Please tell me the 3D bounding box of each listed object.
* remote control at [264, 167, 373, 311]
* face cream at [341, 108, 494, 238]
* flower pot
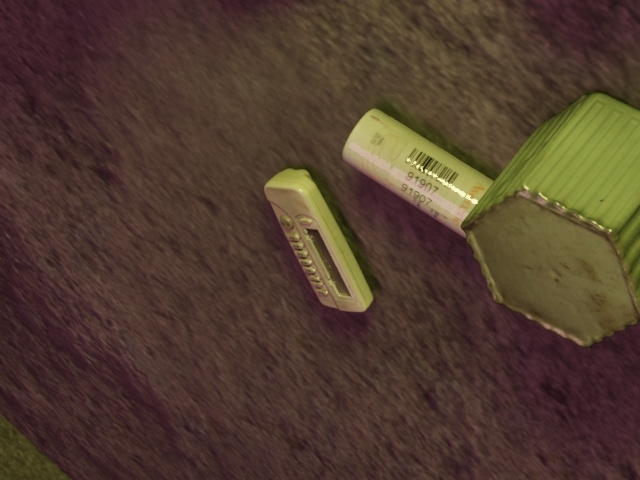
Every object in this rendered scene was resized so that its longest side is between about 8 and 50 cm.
[{"bbox_3d":[-0.001,0.001,2.507,0.090,0.049,0.230,7,134,41],"label":"remote control"},{"bbox_3d":[0.156,-0.063,2.240,0.269,0.082,0.082,32,147,12],"label":"face cream"},{"bbox_3d":[0.301,-0.023,2.038,0.209,0.189,0.239,45,147,-7],"label":"flower pot"}]
